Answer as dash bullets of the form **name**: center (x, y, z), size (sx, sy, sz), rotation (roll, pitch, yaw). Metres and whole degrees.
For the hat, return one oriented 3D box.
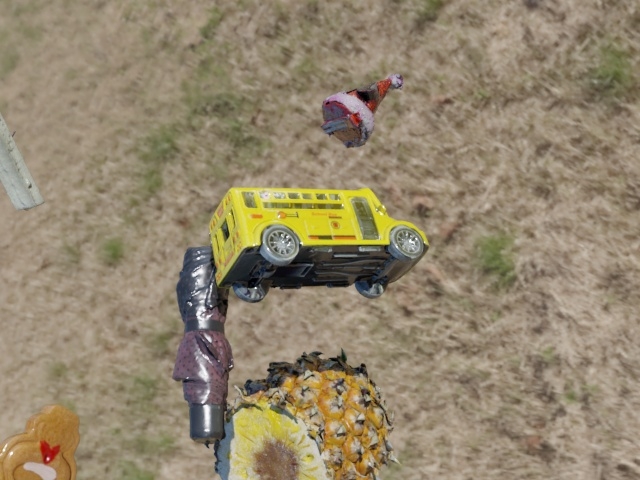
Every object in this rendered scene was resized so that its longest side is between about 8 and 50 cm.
- **hat**: center (0.105, -0.301, 1.916), size (0.227, 0.129, 0.140), rotation (-42, -2, -26)

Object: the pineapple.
- **pineapple**: center (-0.019, 0.382, 1.721), size (0.352, 0.300, 0.353), rotation (13, 116, 30)

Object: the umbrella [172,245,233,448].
- **umbrella**: center (-0.186, 0.164, 1.415), size (0.094, 0.090, 0.326), rotation (-15, 63, 25)

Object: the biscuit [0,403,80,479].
- **biscuit**: center (-0.626, 0.516, 1.926), size (0.047, 0.202, 0.334), rotation (-3, 53, 41)

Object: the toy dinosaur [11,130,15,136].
- **toy dinosaur**: center (-0.762, -0.192, 1.965), size (0.208, 0.082, 0.039), rotation (-22, 97, 6)

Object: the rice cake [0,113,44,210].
- **rice cake**: center (-0.552, -0.164, 1.529), size (0.052, 0.256, 0.057), rotation (-28, 21, -17)

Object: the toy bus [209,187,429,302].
- **toy bus**: center (0.000, 0.000, 1.400), size (0.144, 0.330, 0.152), rotation (-52, 47, 48)
